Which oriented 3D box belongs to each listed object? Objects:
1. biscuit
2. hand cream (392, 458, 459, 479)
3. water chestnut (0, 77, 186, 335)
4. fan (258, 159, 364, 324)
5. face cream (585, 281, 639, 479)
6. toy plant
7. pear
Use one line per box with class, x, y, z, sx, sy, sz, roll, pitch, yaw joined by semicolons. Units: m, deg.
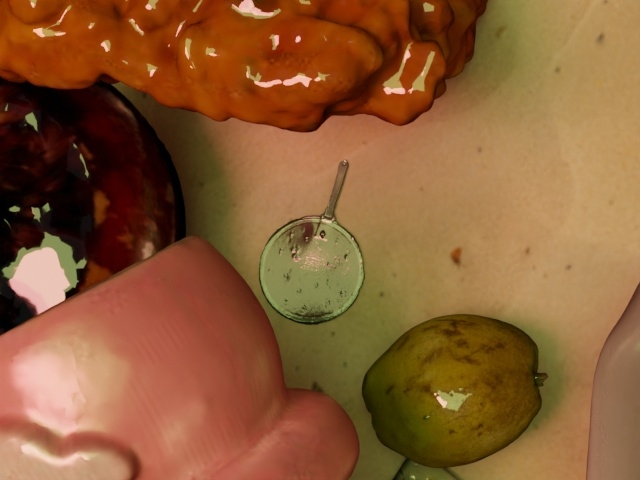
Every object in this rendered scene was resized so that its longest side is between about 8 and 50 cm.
biscuit;-0.048;-0.167;0.826;0.312;0.318;0.111;11;113;12
hand cream;0.112;0.212;0.862;0.143;0.039;0.061;32;90;18
water chestnut;-0.239;0.004;0.835;0.300;0.300;0.300;-2;81;10
fan;0.000;0.000;0.928;0.085;0.005;0.133;17;85;13
face cream;0.260;0.169;0.731;0.234;0.137;0.420;19;62;-9
toy plant;-0.083;0.191;0.699;0.317;0.210;0.356;-28;101;14
pear;0.096;0.107;0.844;0.131;0.107;0.107;-14;79;16
